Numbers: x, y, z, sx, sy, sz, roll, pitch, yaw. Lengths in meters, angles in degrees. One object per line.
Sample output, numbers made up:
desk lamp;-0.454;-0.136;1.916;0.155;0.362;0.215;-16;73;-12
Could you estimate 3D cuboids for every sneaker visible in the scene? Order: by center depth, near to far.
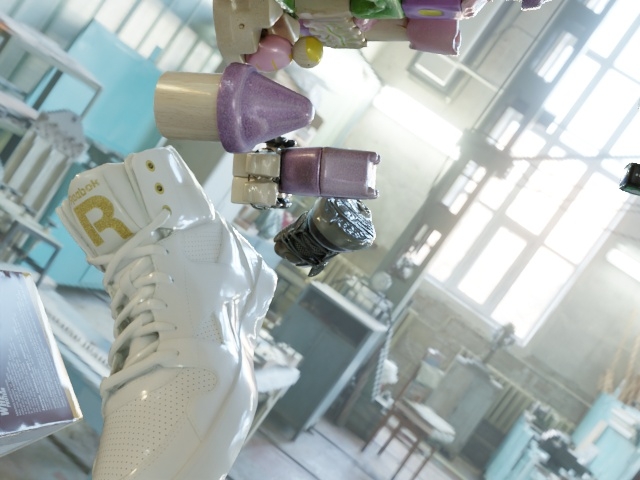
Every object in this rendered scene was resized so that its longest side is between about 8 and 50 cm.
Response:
sneaker;-0.120;0.040;0.484;0.169;0.108;0.292;54;16;-21
sneaker;0.000;0.000;0.965;0.087;0.130;0.227;44;10;-6

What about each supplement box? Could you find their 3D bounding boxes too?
supplement box;-0.387;0.138;0.803;0.191;0.129;0.194;66;8;10

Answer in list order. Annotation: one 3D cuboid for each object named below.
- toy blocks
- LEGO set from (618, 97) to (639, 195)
toy blocks;0.062;-0.167;0.522;0.260;0.309;0.288;5;3;12
LEGO set;0.275;-0.126;0.514;0.060;0.244;0.182;17;25;7
